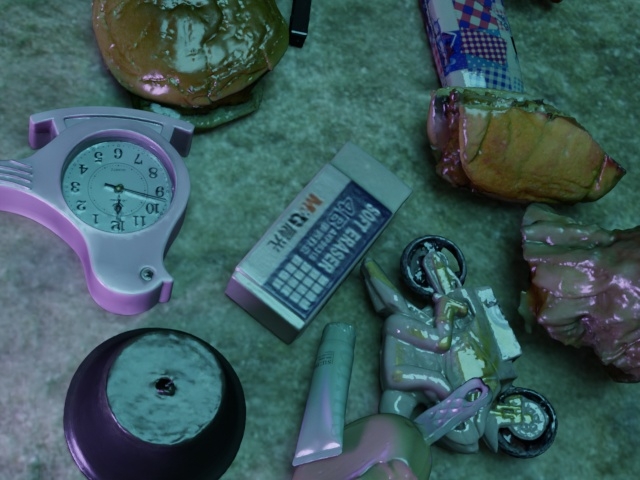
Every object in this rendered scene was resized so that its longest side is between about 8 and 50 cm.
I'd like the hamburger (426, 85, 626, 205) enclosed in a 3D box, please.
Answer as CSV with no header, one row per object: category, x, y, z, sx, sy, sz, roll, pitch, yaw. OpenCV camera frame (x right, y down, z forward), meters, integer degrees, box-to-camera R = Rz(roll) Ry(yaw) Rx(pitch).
hamburger,0.292,-0.136,1.519,0.245,0.155,0.282,-34,115,4

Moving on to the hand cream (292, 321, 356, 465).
hand cream,0.010,0.199,1.343,0.050,0.078,0.205,48,37,-33

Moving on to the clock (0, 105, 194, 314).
clock,-0.319,-0.047,1.374,0.290,0.080,0.275,4,66,-12

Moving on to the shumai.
shumai,0.397,0.031,1.414,0.262,0.314,0.267,31,76,4

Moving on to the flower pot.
flower pot,-0.197,0.198,1.265,0.235,0.148,0.235,5,66,-11

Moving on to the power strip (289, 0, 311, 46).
power strip,-0.032,-0.356,1.604,0.029,0.038,0.111,10,65,-9

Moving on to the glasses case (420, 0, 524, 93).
glasses case,0.236,-0.338,1.645,0.125,0.076,0.327,-5,68,-15

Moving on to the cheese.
cheese,0.092,0.262,1.278,0.286,0.163,0.082,-35,114,1

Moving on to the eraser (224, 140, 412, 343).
eraser,0.000,0.000,1.436,0.124,0.081,0.279,38,64,4

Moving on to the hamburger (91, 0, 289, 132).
hamburger,-0.187,-0.310,1.491,0.265,0.134,0.285,-26,74,-25

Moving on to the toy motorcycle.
toy motorcycle,0.163,0.161,1.400,0.223,0.108,0.341,-22,74,-13

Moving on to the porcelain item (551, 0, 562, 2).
porcelain item,0.374,-0.508,1.696,0.253,0.253,0.253,5,66,-13
